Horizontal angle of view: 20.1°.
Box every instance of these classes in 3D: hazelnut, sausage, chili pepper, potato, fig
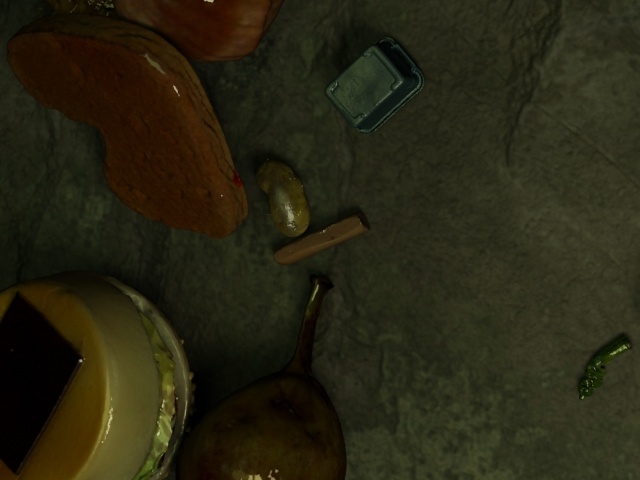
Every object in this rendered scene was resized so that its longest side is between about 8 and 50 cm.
[{"bbox_3d":[-0.131,-0.293,1.934,0.176,0.214,0.214,34,106,44],"label":"hazelnut"},{"bbox_3d":[0.000,0.000,1.997,0.116,0.026,0.026,-24,85,20],"label":"sausage"},{"bbox_3d":[0.296,0.133,1.901,0.027,0.022,0.083,41,101,14],"label":"chili pepper"},{"bbox_3d":[-0.039,-0.049,1.998,0.046,0.045,0.092,-33,78,55],"label":"potato"},{"bbox_3d":[-0.029,0.195,1.952,0.191,0.190,0.290,37,88,14],"label":"fig"}]

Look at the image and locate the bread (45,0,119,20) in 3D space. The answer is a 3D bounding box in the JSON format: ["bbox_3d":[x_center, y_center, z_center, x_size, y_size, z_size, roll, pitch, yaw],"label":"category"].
[{"bbox_3d":[-0.278,-0.312,2.049,0.114,0.083,0.211,-46,77,20],"label":"bread"}]

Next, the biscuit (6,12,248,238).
[{"bbox_3d":[-0.210,-0.131,1.994,0.262,0.052,0.277,7,133,40],"label":"biscuit"}]

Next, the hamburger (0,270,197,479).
[{"bbox_3d":[-0.277,0.179,2.021,0.300,0.176,0.300,-2,86,34],"label":"hamburger"}]

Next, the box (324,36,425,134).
[{"bbox_3d":[0.054,-0.168,1.951,0.099,0.054,0.074,-42,78,18],"label":"box"}]
